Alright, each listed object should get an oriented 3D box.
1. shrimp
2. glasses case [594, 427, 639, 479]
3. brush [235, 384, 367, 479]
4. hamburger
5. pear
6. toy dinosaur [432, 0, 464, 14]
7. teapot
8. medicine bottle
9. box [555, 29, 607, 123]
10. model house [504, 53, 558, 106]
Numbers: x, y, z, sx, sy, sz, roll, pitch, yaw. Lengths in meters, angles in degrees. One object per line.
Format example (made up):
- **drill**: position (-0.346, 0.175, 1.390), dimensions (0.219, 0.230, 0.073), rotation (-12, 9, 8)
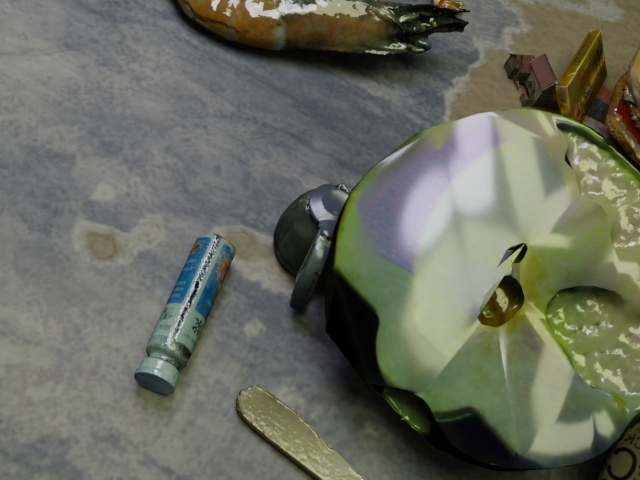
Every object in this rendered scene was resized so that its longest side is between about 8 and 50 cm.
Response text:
- **shrimp**: position (0.004, -0.386, 1.249), dimensions (0.445, 0.085, 0.272), rotation (13, 80, -5)
- **glasses case**: position (0.406, 0.222, 0.969), dimensions (0.137, 0.085, 0.355), rotation (26, 88, 22)
- **brush**: position (0.040, 0.274, 0.951), dimensions (0.336, 0.020, 0.085), rotation (40, 57, 9)
- **hamburger**: position (0.554, -0.198, 1.308), dimensions (0.244, 0.163, 0.244), rotation (10, 57, -16)
- **pear**: position (0.213, 0.062, 1.007), dimensions (0.399, 0.165, 0.399), rotation (-2, 79, 8)
- **toy dinosaur**: position (0.138, -0.445, 1.380), dimensions (0.212, 0.057, 0.142), rotation (18, 75, -10)
- **teapot**: position (-0.006, -0.008, 1.048), dimensions (0.111, 0.108, 0.149), rotation (44, 57, 12)
- **medicine bottle**: position (-0.151, 0.079, 0.986), dimensions (0.051, 0.051, 0.191), rotation (24, 57, -3)
- **box**: position (0.402, -0.245, 1.338), dimensions (0.022, 0.089, 0.156), rotation (7, 45, 36)
- **model house**: position (0.324, -0.254, 1.330), dimensions (0.057, 0.058, 0.083), rotation (-2, 61, -19)
